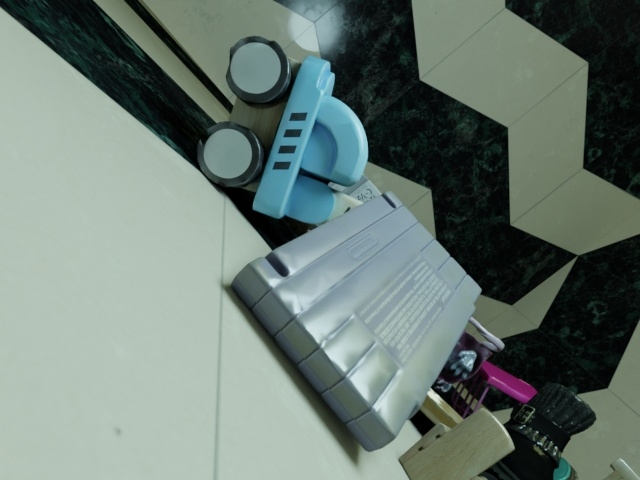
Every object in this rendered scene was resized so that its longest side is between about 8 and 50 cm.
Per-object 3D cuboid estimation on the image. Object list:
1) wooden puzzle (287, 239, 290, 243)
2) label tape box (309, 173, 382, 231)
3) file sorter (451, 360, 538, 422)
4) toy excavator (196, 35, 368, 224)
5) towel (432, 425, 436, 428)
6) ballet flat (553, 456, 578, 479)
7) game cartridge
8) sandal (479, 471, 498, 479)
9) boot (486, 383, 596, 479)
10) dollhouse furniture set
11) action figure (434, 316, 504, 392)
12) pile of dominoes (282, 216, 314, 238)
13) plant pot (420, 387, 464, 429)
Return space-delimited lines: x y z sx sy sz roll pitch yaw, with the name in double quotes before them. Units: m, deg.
"wooden puzzle" -0.047 0.028 0.900 0.083 0.006 0.049 46 8 -40
"label tape box" 0.115 -0.037 1.336 0.347 0.249 0.115 53 6 25
"file sorter" 0.500 0.476 1.212 0.202 0.182 0.291 28 2 11
"toy excavator" 0.017 -0.088 0.789 0.446 0.432 0.222 19 5 2
"towel" 0.242 0.378 0.780 0.119 0.029 0.067 44 2 -41
"ballet flat" 0.577 0.668 1.074 0.483 0.164 0.182 31 41 -56
"game cartridge" 0.079 0.067 0.560 0.230 0.068 0.355 53 37 6
"sandal" 0.274 0.427 0.730 0.179 0.040 0.067 32 7 -22
"boot" 0.468 0.430 0.883 0.131 0.260 0.348 59 0 -1
"dollhouse furniture set" 0.299 0.356 0.540 0.303 0.198 0.286 44 9 -51
"action figure" 0.360 0.277 1.261 0.248 0.275 0.370 46 18 17
"pile of dominoes" 0.000 0.000 0.951 0.251 0.040 0.196 52 -33 7
"plant pot" 0.207 0.305 0.802 0.236 0.032 0.236 41 -2 2
